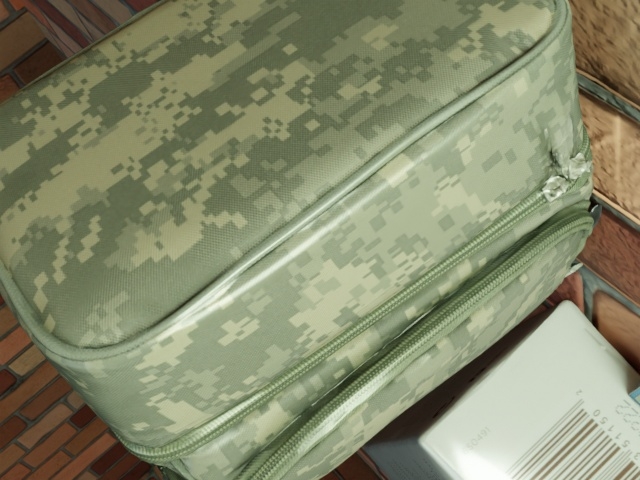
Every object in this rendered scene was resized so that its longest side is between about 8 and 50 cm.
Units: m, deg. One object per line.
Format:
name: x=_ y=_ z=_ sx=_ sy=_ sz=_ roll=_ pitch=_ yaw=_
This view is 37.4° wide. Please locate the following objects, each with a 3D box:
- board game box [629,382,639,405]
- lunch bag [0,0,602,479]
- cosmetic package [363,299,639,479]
board game box: x=0.277 y=0.138 z=0.609 sx=0.154 sy=0.026 sz=0.103 roll=46 pitch=169 yaw=16
lunch bag: x=0.000 y=0.000 z=0.530 sx=0.212 sy=0.305 sz=0.256 roll=44 pitch=165 yaw=39
cosmetic package: x=0.190 y=0.222 z=0.882 sx=0.230 sy=0.161 sz=0.453 roll=47 pitch=169 yaw=7
